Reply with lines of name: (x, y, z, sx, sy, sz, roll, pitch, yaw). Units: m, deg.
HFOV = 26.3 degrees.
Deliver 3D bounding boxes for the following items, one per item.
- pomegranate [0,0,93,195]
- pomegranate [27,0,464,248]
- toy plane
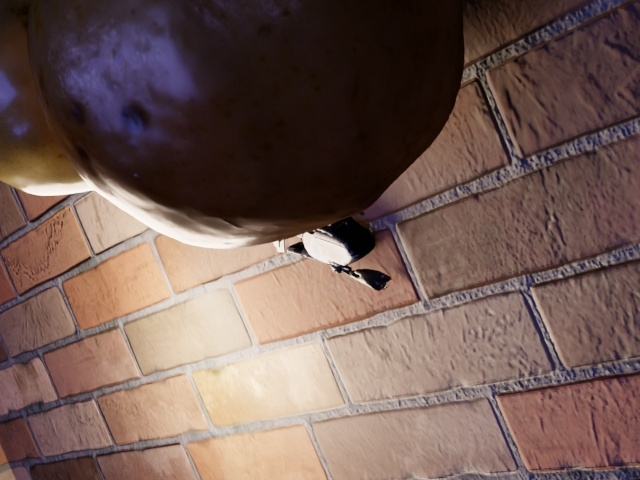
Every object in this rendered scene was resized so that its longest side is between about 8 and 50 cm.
pomegranate: (-0.281, -0.210, 1.556, 0.332, 0.332, 0.333, 35, 137, 41)
pomegranate: (-0.070, -0.203, 1.183, 0.410, 0.410, 0.410, 35, 137, 41)
toy plane: (-0.001, -0.001, 1.522, 0.197, 0.053, 0.078, 16, 132, 47)
